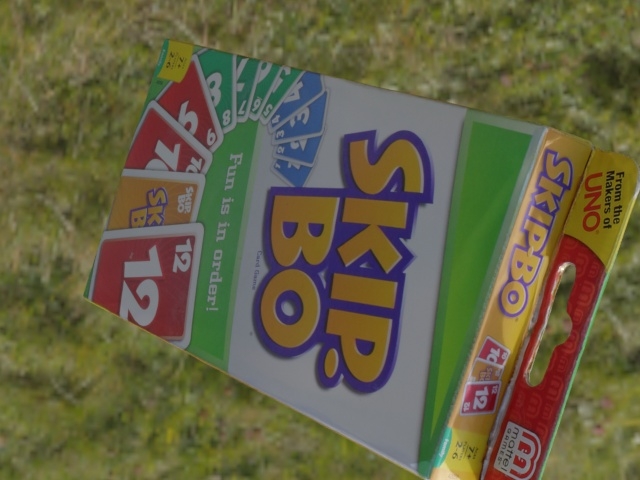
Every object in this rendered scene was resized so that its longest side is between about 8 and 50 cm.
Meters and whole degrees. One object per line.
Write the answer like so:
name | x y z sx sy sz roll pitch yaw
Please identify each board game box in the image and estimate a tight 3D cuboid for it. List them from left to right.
board game box | 0.000 0.000 0.556 0.039 0.124 0.259 16 -177 -43
